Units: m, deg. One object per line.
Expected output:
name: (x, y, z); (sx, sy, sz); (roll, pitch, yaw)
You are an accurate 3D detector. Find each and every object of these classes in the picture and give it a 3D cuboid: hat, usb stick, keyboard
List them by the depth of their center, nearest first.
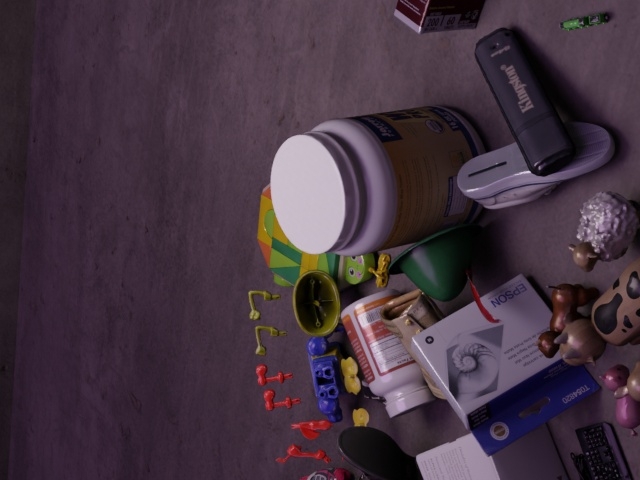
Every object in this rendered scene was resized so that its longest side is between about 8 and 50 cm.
usb stick: (0.311, -0.215, 1.821); (0.077, 0.045, 0.278); (-33, 53, 20)
keyboard: (0.448, 0.390, 1.883); (0.100, 0.038, 0.192); (-31, 74, 51)
hat: (0.223, 0.088, 1.954); (0.173, 0.208, 0.184); (-34, 73, 25)

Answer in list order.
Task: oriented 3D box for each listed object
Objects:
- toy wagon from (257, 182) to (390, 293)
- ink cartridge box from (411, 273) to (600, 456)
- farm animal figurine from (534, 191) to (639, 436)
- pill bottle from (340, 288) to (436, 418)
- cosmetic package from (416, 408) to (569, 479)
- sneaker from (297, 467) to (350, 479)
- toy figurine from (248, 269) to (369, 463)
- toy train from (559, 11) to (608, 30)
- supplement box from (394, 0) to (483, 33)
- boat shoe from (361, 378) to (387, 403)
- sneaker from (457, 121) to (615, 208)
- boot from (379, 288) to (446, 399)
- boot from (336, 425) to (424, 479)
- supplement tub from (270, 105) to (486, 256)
toy wagon: (0.000, 0.000, 2.325); (0.344, 0.068, 0.267); (30, 123, 44)
ink cartridge box: (0.293, 0.194, 1.887); (0.224, 0.223, 0.045); (55, 167, 26)
farm animal figurine: (0.440, 0.141, 1.711); (0.330, 0.172, 0.327); (46, 133, 35)
pill bottle: (0.129, 0.208, 2.173); (0.121, 0.121, 0.216); (-38, 70, 50)
cosmetic package: (0.290, 0.392, 1.992); (0.183, 0.151, 0.152); (-36, 71, 49)
sneaker: (0.051, 0.607, 2.397); (0.112, 0.121, 0.299); (-26, 86, 21)
toy figurine: (-0.020, 0.240, 2.328); (0.217, 0.191, 0.363); (-32, -71, -86)
toy train: (0.391, -0.325, 1.769); (0.083, 0.023, 0.017); (-1, 99, 52)
supplement box: (0.214, -0.452, 1.874); (0.073, 0.130, 0.240); (44, 132, 37)
boat shoe: (0.121, 0.293, 2.268); (0.125, 0.046, 0.038); (6, 105, 54)
sneaker: (0.342, -0.114, 1.844); (0.258, 0.091, 0.094); (-13, 61, 34)
boot: (0.223, 0.177, 1.995); (0.203, 0.095, 0.262); (53, 157, -17)
boot: (0.088, 0.454, 2.218); (0.229, 0.263, 0.091); (-39, 31, 44)
supplement tub: (0.098, -0.098, 1.966); (0.228, 0.316, 0.228); (18, 113, 48)
